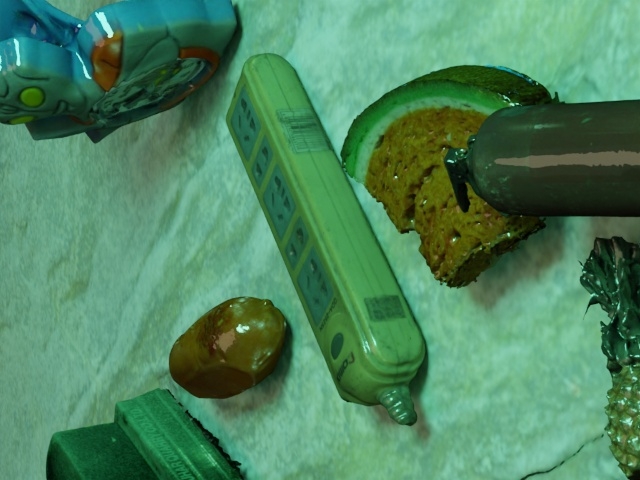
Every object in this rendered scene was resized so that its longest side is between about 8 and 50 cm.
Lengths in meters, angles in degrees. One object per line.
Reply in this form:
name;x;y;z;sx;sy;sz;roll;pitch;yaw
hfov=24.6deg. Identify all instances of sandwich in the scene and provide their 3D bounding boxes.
sandwich;0.112;-0.061;1.077;0.159;0.079;0.235;65;151;12

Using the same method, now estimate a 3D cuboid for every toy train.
toy train;-0.176;0.284;1.547;0.330;0.178;0.138;40;129;50

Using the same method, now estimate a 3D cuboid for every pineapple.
pineapple;0.205;0.072;0.938;0.074;0.074;0.159;-46;48;54

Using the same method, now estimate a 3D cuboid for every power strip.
power strip;0.000;0.000;1.293;0.387;0.066;0.092;65;148;30

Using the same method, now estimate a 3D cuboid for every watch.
watch;-0.264;-0.252;1.478;0.241;0.305;0.274;-39;69;56

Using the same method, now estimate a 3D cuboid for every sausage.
sausage;-0.095;0.111;1.462;0.179;0.089;0.089;-38;62;54

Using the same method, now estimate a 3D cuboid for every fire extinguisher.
fire extinguisher;0.176;-0.044;0.895;0.268;0.089;0.072;1;55;44
